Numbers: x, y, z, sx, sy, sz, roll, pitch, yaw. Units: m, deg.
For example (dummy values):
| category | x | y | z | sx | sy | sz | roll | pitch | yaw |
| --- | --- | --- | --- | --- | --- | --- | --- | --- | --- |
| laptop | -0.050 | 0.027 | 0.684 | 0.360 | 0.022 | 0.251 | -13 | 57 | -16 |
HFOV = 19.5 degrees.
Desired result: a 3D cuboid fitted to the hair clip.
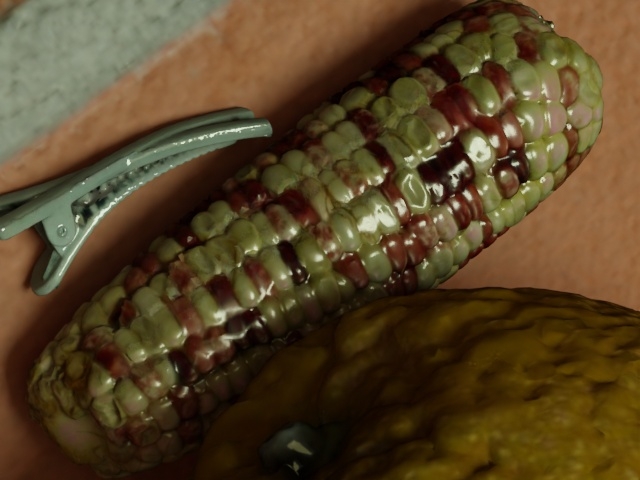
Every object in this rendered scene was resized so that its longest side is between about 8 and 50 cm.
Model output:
| category | x | y | z | sx | sy | sz | roll | pitch | yaw |
| --- | --- | --- | --- | --- | --- | --- | --- | --- | --- |
| hair clip | -0.071 | -0.019 | 0.711 | 0.115 | 0.030 | 0.039 | -27 | 124 | -15 |

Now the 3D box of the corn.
| category | x | y | z | sx | sy | sz | roll | pitch | yaw |
| --- | --- | --- | --- | --- | --- | --- | --- | --- | --- |
| corn | 0.000 | 0.000 | 0.711 | 0.253 | 0.086 | 0.086 | -37 | 108 | -14 |

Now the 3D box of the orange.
| category | x | y | z | sx | sy | sz | roll | pitch | yaw |
| --- | --- | --- | --- | --- | --- | --- | --- | --- | --- |
| orange | 0.099 | 0.180 | 0.650 | 0.322 | 0.322 | 0.357 | -47 | 108 | -11 |
